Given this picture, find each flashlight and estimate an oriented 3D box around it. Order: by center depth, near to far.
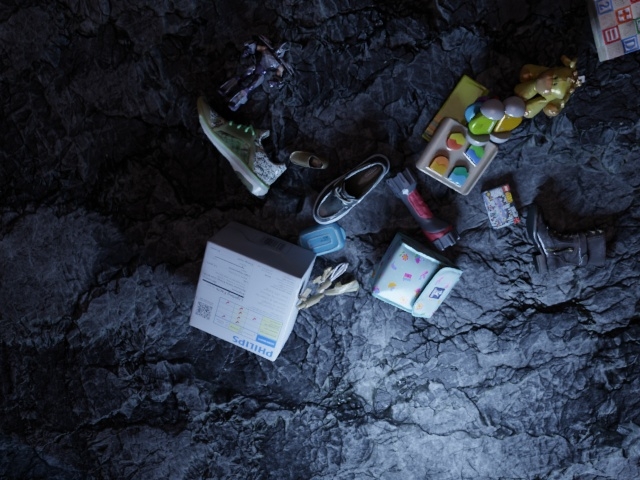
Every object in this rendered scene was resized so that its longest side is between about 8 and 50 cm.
[{"bbox_3d":[0.351,-0.108,1.739,0.103,0.103,0.304,-34,94,-8],"label":"flashlight"}]

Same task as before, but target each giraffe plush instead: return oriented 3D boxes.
[{"bbox_3d":[0.697,-0.461,1.528,0.210,0.170,0.181,-18,99,17],"label":"giraffe plush"}]

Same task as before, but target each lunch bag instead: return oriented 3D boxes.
[{"bbox_3d":[0.332,0.132,1.778,0.262,0.160,0.223,28,106,-7],"label":"lunch bag"}]

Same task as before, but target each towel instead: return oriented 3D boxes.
[{"bbox_3d":[0.441,-0.413,1.679,0.102,0.021,0.237,34,109,2],"label":"towel"}]

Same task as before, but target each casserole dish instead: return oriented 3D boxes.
[{"bbox_3d":[0.000,0.000,1.880,0.188,0.037,0.114,-16,101,15],"label":"casserole dish"}]

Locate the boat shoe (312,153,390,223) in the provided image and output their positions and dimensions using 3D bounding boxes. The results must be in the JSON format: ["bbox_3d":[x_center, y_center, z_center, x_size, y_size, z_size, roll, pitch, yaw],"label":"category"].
[{"bbox_3d":[0.093,-0.177,1.767,0.121,0.119,0.335,46,109,-2],"label":"boat shoe"}]

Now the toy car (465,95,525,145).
[{"bbox_3d":[0.532,-0.392,1.601,0.182,0.159,0.136,-12,59,-18],"label":"toy car"}]

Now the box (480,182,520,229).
[{"bbox_3d":[0.602,-0.114,1.716,0.094,0.027,0.137,-19,99,16],"label":"box"}]

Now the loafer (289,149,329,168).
[{"bbox_3d":[-0.042,-0.286,1.806,0.148,0.050,0.056,11,106,10],"label":"loafer"}]

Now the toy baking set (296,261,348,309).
[{"bbox_3d":[0.015,0.157,1.809,0.030,0.256,0.197,45,116,17],"label":"toy baking set"}]

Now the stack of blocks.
[{"bbox_3d":[0.870,-0.692,1.472,0.171,0.087,0.297,-17,100,16],"label":"stack of blocks"}]

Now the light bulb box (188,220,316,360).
[{"bbox_3d":[-0.246,0.177,1.865,0.357,0.225,0.361,22,115,6],"label":"light bulb box"}]

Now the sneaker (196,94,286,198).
[{"bbox_3d":[-0.270,-0.357,1.809,0.182,0.158,0.410,-36,99,6],"label":"sneaker"}]

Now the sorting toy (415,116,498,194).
[{"bbox_3d":[0.449,-0.274,1.688,0.208,0.038,0.193,29,109,-7],"label":"sorting toy"}]

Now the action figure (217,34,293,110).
[{"bbox_3d":[-0.216,-0.571,1.749,0.285,0.099,0.185,-40,86,15],"label":"action figure"}]

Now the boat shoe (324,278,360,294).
[{"bbox_3d":[0.078,0.173,1.904,0.135,0.050,0.045,-13,90,13],"label":"boat shoe"}]

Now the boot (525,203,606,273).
[{"bbox_3d":[0.807,-0.015,1.675,0.229,0.091,0.263,-12,105,10],"label":"boot"}]
